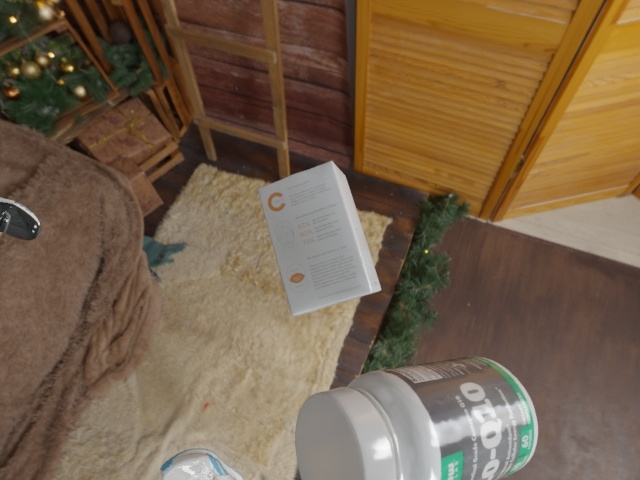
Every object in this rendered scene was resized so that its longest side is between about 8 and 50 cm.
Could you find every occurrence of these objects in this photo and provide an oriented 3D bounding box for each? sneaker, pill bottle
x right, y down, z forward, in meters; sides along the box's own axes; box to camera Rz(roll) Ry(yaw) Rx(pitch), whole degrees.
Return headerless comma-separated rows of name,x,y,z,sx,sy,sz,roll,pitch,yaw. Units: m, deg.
sneaker,-0.892,-0.066,1.104,0.283,0.107,0.124,30,27,-10
pill bottle,0.156,0.304,0.674,0.361,0.204,0.204,3,53,-34
sneaker,-0.225,0.499,0.855,0.087,0.228,0.092,-40,34,0

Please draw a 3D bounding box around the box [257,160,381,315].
box,0.000,0.000,1.125,0.215,0.168,0.345,-18,80,14
